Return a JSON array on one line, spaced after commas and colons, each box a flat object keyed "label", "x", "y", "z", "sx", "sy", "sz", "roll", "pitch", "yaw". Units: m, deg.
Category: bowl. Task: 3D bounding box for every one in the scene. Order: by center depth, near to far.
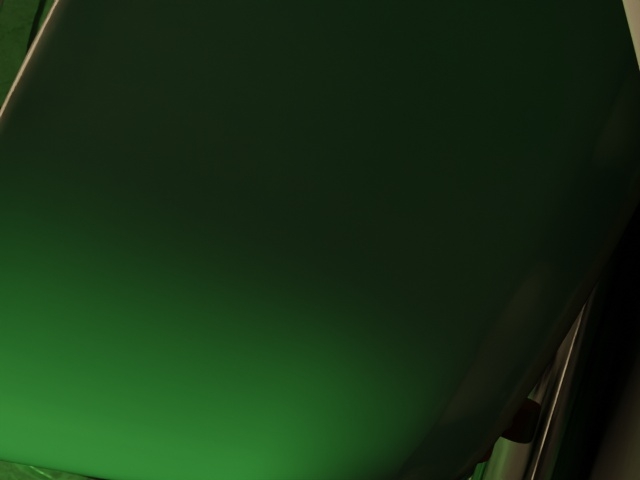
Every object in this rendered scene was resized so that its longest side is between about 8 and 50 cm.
[{"label": "bowl", "x": 0.012, "y": -0.037, "z": 0.643, "sx": 0.311, "sy": 0.163, "sz": 0.311, "roll": -62, "pitch": 1, "yaw": 2}]

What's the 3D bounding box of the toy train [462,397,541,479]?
[{"label": "toy train", "x": 0.086, "y": 0.011, "z": 0.811, "sx": 0.125, "sy": 0.046, "sz": 0.166, "roll": -67, "pitch": -9, "yaw": -74}]

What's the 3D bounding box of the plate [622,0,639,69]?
[{"label": "plate", "x": 0.088, "y": -0.194, "z": 0.294, "sx": 0.277, "sy": 0.045, "sz": 0.278, "roll": 103, "pitch": 167, "yaw": -45}]
